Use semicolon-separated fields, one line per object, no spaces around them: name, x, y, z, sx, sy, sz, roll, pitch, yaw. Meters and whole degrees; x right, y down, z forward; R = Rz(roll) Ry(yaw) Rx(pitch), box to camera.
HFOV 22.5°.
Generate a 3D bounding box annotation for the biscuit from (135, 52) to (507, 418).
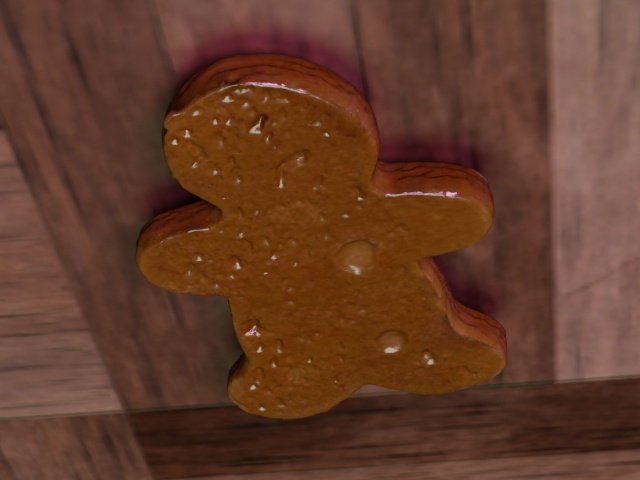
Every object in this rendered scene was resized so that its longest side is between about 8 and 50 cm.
biscuit;0.000;-0.001;0.616;0.138;0.031;0.205;-11;141;13
